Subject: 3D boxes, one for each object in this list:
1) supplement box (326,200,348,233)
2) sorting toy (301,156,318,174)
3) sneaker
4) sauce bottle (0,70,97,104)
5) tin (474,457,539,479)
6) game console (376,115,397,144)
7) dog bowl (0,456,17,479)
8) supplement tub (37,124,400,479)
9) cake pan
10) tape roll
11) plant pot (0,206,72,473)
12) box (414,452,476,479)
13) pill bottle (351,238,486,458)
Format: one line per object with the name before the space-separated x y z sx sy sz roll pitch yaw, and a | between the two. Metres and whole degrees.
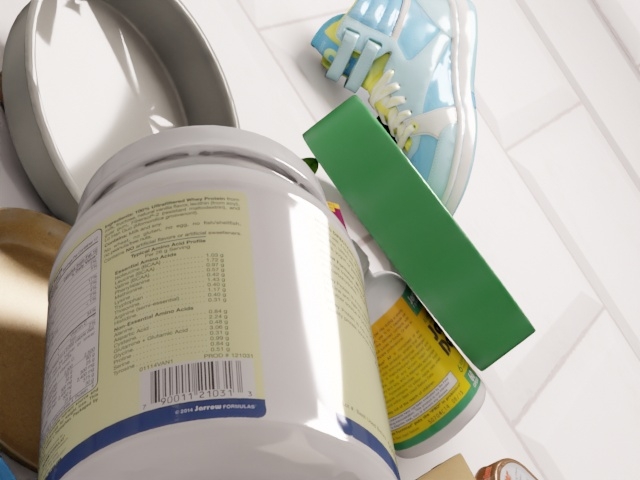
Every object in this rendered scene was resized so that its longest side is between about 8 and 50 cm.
supplement box | 0.000 0.000 1.386 0.055 0.043 0.083 16 49 -52
sorting toy | -0.042 -0.053 1.359 0.102 0.061 0.042 -12 70 -35
sneaker | 0.085 -0.176 1.622 0.208 0.127 0.319 10 64 -13
sauce bottle | -0.233 -0.134 1.168 0.128 0.042 0.042 -1 62 -55
tin | 0.243 0.321 1.444 0.190 0.040 0.106 45 27 -19
game console | 0.128 -0.108 1.720 0.107 0.071 0.122 -14 70 -28
dog bowl | -0.270 0.224 0.725 0.166 0.074 0.297 46 30 -20
supplement tub | -0.074 0.097 0.899 0.235 0.235 0.325 35 30 -33
cake pan | -0.175 -0.113 1.160 0.293 0.054 0.293 34 48 -49
tape roll | 0.106 -0.009 1.392 0.321 0.077 0.321 53 4 -6
plant pot | -0.209 0.084 0.999 0.236 0.032 0.236 37 34 -30
box | 0.134 0.314 1.300 0.201 0.021 0.164 -12 72 -60
pill bottle | 0.062 0.106 1.298 0.208 0.117 0.117 52 29 -8
